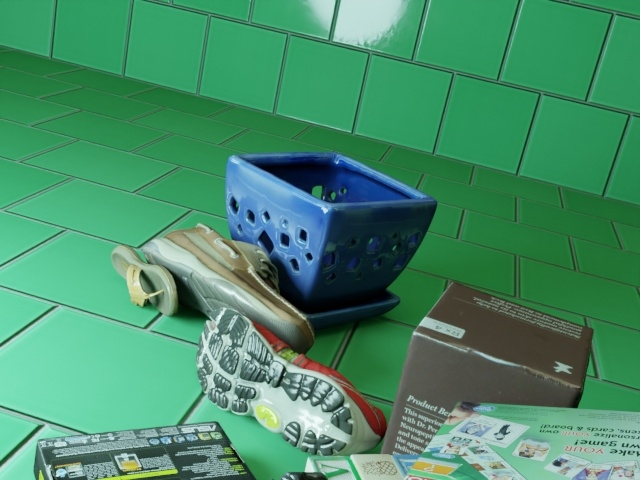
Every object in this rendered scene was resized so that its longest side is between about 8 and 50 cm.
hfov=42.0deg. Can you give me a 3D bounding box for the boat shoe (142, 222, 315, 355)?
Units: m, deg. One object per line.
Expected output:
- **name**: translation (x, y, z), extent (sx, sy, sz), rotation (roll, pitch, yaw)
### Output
- **boat shoe**: translation (-0.114, 0.053, 1.137), extent (0.116, 0.123, 0.324), rotation (-37, 46, -26)

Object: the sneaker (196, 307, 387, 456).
- **sneaker**: translation (-0.040, 0.172, 0.980), extent (0.279, 0.107, 0.118), rotation (31, 7, 38)

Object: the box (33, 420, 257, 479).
- **box**: translation (-0.149, 0.240, 0.767), extent (0.191, 0.045, 0.184), rotation (1, 25, -32)

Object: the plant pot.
- **plant pot**: translation (0.000, 0.000, 1.263), extent (0.236, 0.212, 0.236), rotation (-8, 28, -43)

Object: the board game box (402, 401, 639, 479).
- **board game box**: translation (0.217, 0.197, 0.626), extent (0.317, 0.046, 0.213), rotation (-3, 17, 32)

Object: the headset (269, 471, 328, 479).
- **headset**: translation (-0.128, 0.284, 0.438), extent (0.243, 0.185, 0.394), rotation (23, 35, 35)

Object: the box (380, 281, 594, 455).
- **box**: translation (0.173, 0.182, 0.881), extent (0.168, 0.203, 0.167), rotation (19, 20, 17)

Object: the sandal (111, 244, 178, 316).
- **sandal**: translation (-0.254, 0.060, 1.169), extent (0.049, 0.072, 0.180), rotation (-24, 36, -34)

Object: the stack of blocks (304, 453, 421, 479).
- **stack of blocks**: translation (0.060, 0.296, 0.669), extent (0.171, 0.087, 0.297), rotation (5, 21, -19)
